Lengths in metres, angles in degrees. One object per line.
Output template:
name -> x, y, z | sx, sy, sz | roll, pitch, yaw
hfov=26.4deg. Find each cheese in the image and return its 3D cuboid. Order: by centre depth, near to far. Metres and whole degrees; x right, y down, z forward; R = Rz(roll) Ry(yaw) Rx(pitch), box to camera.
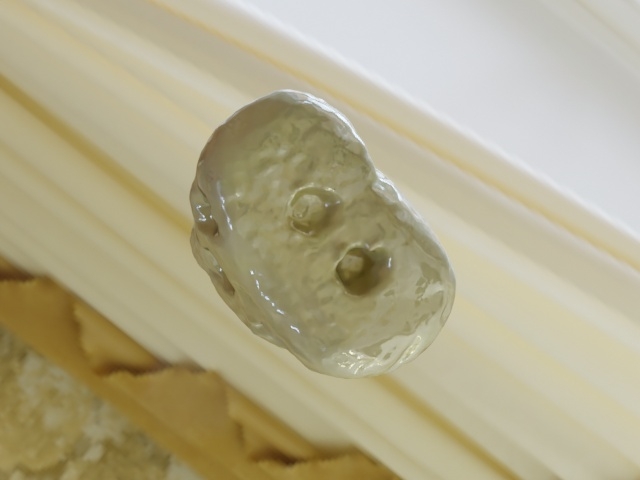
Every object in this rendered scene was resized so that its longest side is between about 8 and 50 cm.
cheese -> -0.001, 0.001, 1.188 | 0.173, 0.248, 0.251 | -42, 162, -18
